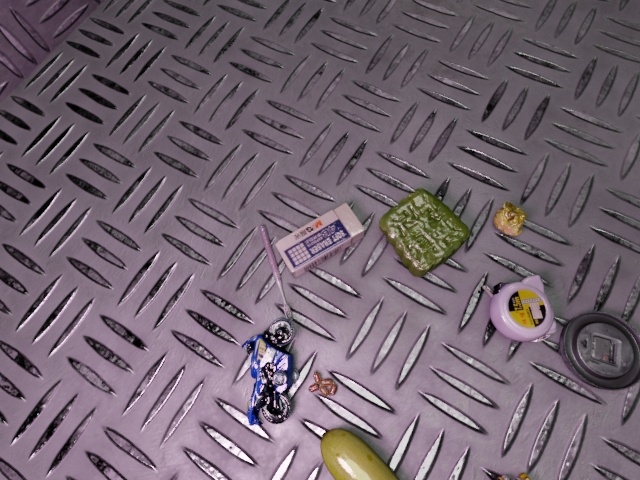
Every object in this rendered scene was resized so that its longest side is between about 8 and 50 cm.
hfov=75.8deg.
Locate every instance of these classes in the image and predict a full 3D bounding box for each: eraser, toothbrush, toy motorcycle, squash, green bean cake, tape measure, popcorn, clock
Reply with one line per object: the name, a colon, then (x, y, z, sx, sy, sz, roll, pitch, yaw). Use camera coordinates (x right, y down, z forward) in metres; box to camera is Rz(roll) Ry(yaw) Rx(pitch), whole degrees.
eraser: (0.000, 0.000, 1.374, 0.279, 0.081, 0.124, -30, 69, -6)
toothbrush: (-0.150, 0.101, 1.376, 0.024, 0.029, 0.354, -14, 68, -15)
toy motorcycle: (-0.160, 0.389, 1.231, 0.169, 0.113, 0.315, -1, 77, 16)
squash: (0.096, 0.614, 1.107, 0.247, 0.132, 0.132, 42, 78, 17)
green bean cake: (0.326, -0.032, 1.335, 0.222, 0.125, 0.248, -37, 71, -9)
tape measure: (0.597, 0.208, 1.238, 0.178, 0.105, 0.196, -4, 70, -4)
popcorn: (0.622, -0.069, 1.348, 0.097, 0.089, 0.109, -1, 72, 16)
clock: (0.821, 0.320, 1.201, 0.226, 0.049, 0.226, -2, 68, 5)

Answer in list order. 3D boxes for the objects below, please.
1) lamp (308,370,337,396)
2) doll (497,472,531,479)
lamp: (0.010, 0.435, 1.237, 0.083, 0.031, 0.063, 17, 73, 7)
doll: (0.433, 0.719, 1.054, 0.316, 0.103, 0.145, -28, 85, -14)
